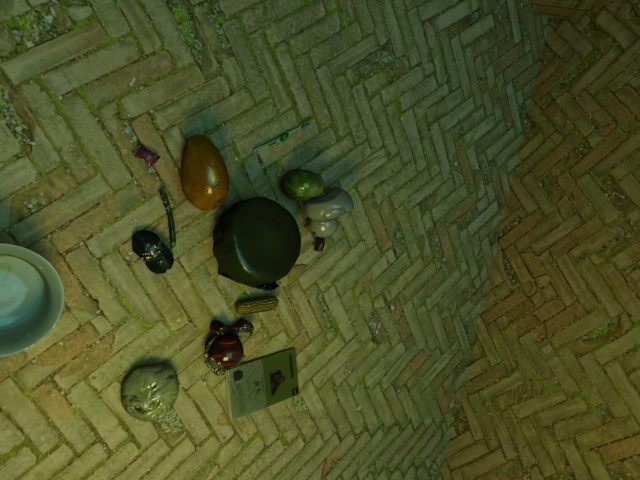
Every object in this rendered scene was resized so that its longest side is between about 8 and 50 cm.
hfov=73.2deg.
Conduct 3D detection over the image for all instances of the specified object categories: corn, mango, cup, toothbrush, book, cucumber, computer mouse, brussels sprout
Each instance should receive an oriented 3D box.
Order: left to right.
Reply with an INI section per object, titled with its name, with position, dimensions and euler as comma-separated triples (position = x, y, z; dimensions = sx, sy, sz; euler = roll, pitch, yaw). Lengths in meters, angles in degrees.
[cup]
position = -0.991, 0.168, 1.327
dimensions = 0.346, 0.163, 0.348
euler = -6, 101, -33
[computer mouse]
position = -0.627, 0.043, 1.617
dimensions = 0.105, 0.062, 0.192
euler = -41, 116, -22
[mango]
position = -0.439, -0.258, 1.631
dimensions = 0.159, 0.190, 0.291
euler = -15, 101, -39
[cucumber]
position = -0.302, 0.163, 1.850
dimensions = 0.300, 0.072, 0.072
euler = 27, 82, -34
[corn]
position = -0.277, 0.284, 1.889
dimensions = 0.207, 0.068, 0.068
euler = -6, 101, -32
[book]
position = -0.262, 0.651, 1.974
dimensions = 0.351, 0.035, 0.240
euler = -9, 100, -33
[toothbrush]
position = -0.168, -0.449, 1.881
dimensions = 0.303, 0.030, 0.030
euler = -33, 114, -23
[brussels sprout]
position = -0.079, -0.239, 1.880
dimensions = 0.183, 0.145, 0.132
euler = 15, 113, 6

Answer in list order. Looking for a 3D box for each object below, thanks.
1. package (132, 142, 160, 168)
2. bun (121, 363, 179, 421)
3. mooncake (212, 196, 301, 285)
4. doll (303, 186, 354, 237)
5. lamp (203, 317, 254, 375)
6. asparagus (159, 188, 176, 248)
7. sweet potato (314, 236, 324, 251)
[package]
position = -0.638, -0.310, 1.578
dimensions = 0.083, 0.029, 0.059
euler = 37, 73, -23
[bun]
position = -0.644, 0.590, 1.647
dimensions = 0.230, 0.133, 0.231
euler = -7, 103, -32
[mooncake]
position = -0.259, 0.004, 1.753
dimensions = 0.356, 0.194, 0.357
euler = 12, 73, -42
[doll]
position = 0.036, -0.120, 1.972
dimensions = 0.250, 0.221, 0.221
euler = -22, 111, -2
[lamp]
position = -0.378, 0.443, 1.794
dimensions = 0.214, 0.151, 0.224
euler = 10, 89, -39
[asparagus]
position = -0.580, -0.083, 1.651
dimensions = 0.034, 0.027, 0.236
euler = -19, 108, -42
[sweet potato]
position = 0.000, 0.000, 2.049
dimensions = 0.049, 0.049, 0.117
euler = 20, 76, -35
